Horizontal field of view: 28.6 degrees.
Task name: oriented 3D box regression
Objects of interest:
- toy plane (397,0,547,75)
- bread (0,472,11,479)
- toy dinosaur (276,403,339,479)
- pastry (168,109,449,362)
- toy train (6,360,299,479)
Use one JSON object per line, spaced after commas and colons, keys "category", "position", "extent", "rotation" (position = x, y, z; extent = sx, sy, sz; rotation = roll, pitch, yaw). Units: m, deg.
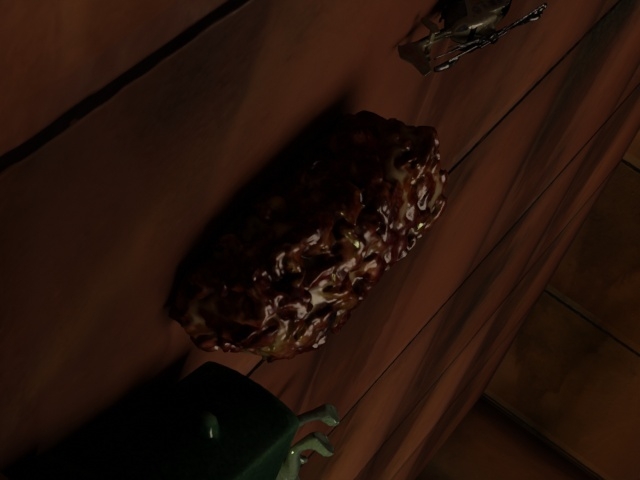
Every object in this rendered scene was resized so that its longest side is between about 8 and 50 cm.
{"category": "toy plane", "position": [0.101, -0.151, 0.877], "extent": [0.120, 0.049, 0.031], "rotation": [-28, 155, -25]}
{"category": "bread", "position": [-0.182, 0.147, 0.556], "extent": [0.125, 0.086, 0.156], "rotation": [-54, 167, -10]}
{"category": "toy dinosaur", "position": [-0.034, 0.186, 1.164], "extent": [0.129, 0.076, 0.383], "rotation": [-31, 153, -11]}
{"category": "pastry", "position": [0.000, -0.001, 0.806], "extent": [0.208, 0.097, 0.115], "rotation": [-44, 153, -32]}
{"category": "toy train", "position": [-0.121, 0.200, 0.796], "extent": [0.330, 0.138, 0.178], "rotation": [-35, 152, -56]}
